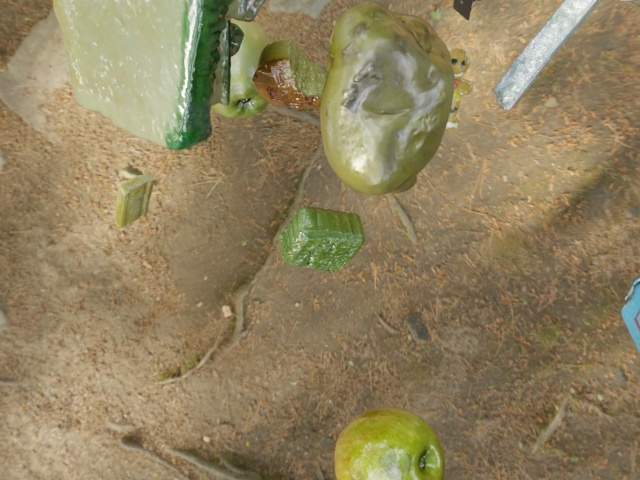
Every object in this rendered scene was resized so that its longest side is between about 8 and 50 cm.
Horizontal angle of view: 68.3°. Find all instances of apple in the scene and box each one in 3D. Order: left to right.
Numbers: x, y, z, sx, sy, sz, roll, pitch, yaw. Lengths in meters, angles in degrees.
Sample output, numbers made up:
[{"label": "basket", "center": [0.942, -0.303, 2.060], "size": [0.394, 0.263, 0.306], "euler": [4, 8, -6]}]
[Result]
[{"label": "apple", "center": [-0.322, -0.636, 1.770], "size": [0.357, 0.357, 0.357], "euler": [2, 105, 6]}, {"label": "apple", "center": [0.123, 0.387, 0.823], "size": [0.196, 0.196, 0.196], "euler": [2, 105, 6]}]

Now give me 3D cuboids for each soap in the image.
[{"label": "soap", "center": [-0.533, -0.110, 1.346], "size": [0.037, 0.092, 0.252], "euler": [54, 147, 3]}]

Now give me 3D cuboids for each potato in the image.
[{"label": "potato", "center": [0.069, -0.151, 0.522], "size": [0.154, 0.137, 0.200], "euler": [-10, 109, -28]}]

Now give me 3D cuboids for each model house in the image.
[{"label": "model house", "center": [-0.236, -0.408, 0.819], "size": [0.334, 0.342, 0.382], "euler": [28, 136, 10]}]

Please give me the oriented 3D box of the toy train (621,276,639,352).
[{"label": "toy train", "center": [0.575, 0.110, 0.598], "size": [0.188, 0.265, 0.300], "euler": [21, 133, -17]}]

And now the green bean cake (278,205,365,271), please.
[{"label": "green bean cake", "center": [0.000, 0.000, 1.547], "size": [0.248, 0.125, 0.222], "euler": [10, 143, -23]}]

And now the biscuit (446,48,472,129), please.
[{"label": "biscuit", "center": [0.384, -0.452, 1.425], "size": [0.158, 0.035, 0.240], "euler": [1, 125, -13]}]

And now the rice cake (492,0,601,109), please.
[{"label": "rice cake", "center": [0.263, -0.233, 0.511], "size": [0.034, 0.043, 0.211], "euler": [40, 137, 5]}]

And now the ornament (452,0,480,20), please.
[{"label": "ornament", "center": [0.522, -0.796, 1.481], "size": [0.203, 0.081, 0.088], "euler": [-32, 65, 1]}]

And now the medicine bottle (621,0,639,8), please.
[{"label": "medicine bottle", "center": [0.712, -0.570, 1.014], "size": [0.131, 0.250, 0.131], "euler": [15, 110, 47]}]

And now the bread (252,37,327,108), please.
[{"label": "bread", "center": [-0.061, -0.312, 0.921], "size": [0.125, 0.156, 0.086], "euler": [-8, 68, 40]}]
